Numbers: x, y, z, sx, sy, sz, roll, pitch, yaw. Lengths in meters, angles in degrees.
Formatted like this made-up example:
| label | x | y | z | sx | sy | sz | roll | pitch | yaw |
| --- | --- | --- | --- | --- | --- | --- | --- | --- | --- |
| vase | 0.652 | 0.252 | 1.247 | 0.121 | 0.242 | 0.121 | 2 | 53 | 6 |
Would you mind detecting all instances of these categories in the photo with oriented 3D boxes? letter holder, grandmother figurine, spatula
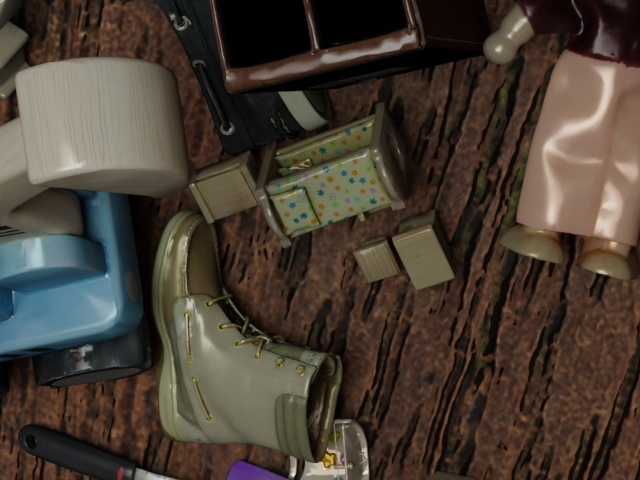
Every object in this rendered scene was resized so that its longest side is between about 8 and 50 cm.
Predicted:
| label | x | y | z | sx | sy | sz | roll | pitch | yaw |
| --- | --- | --- | --- | --- | --- | --- | --- | --- | --- |
| letter holder | 0.019 | -0.235 | 1.378 | 0.152 | 0.302 | 0.214 | -12 | 92 | 16 |
| grandmother figurine | 0.237 | -0.149 | 1.441 | 0.208 | 0.104 | 0.342 | 13 | 97 | -14 |
| spatula | -0.146 | 0.220 | 1.609 | 0.296 | 0.030 | 0.084 | 16 | 103 | 13 |

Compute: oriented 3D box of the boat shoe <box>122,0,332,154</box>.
| label | x | y | z | sx | sy | sz | roll | pitch | yaw |
| --- | --- | --- | --- | --- | --- | --- | --- | --- | --- |
| boat shoe | -0.122 | -0.223 | 1.507 | 0.113 | 0.127 | 0.340 | -30 | 103 | 17 |

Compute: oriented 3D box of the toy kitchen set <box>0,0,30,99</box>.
| label | x | y | z | sx | sy | sz | roll | pitch | yaw |
| --- | --- | --- | --- | --- | --- | --- | --- | --- | --- |
| toy kitchen set | -0.275 | -0.263 | 1.579 | 0.122 | 0.166 | 0.207 | 32 | 66 | 9 |

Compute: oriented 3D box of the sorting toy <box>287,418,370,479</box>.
| label | x | y | z | sx | sy | sz | roll | pitch | yaw |
| --- | --- | --- | --- | --- | --- | --- | --- | --- | --- |
| sorting toy | 0.002 | 0.197 | 1.564 | 0.075 | 0.045 | 0.083 | -2 | 95 | 22 |

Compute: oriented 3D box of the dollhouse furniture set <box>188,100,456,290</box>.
| label | x | y | z | sx | sy | sz | roll | pitch | yaw |
| --- | --- | --- | --- | --- | --- | --- | --- | --- | --- |
| dollhouse furniture set | 0.000 | 0.000 | 1.484 | 0.182 | 0.101 | 0.161 | -19 | 116 | 16 |

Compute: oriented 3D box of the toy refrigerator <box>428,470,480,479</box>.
| label | x | y | z | sx | sy | sz | roll | pitch | yaw |
| --- | --- | --- | --- | --- | --- | --- | --- | --- | --- |
| toy refrigerator | 0.103 | 0.345 | 1.520 | 0.094 | 0.102 | 0.269 | 12 | 99 | 13 |

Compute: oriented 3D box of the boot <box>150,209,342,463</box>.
| label | x | y | z | sx | sy | sz | roll | pitch | yaw |
| --- | --- | --- | --- | --- | --- | --- | --- | --- | --- |
| boot | -0.063 | 0.083 | 1.529 | 0.165 | 0.077 | 0.213 | 7 | 104 | 31 |

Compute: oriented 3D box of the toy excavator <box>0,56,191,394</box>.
| label | x | y | z | sx | sy | sz | roll | pitch | yaw |
| --- | --- | --- | --- | --- | --- | --- | --- | --- | --- |
| toy excavator | -0.256 | -0.008 | 1.383 | 0.433 | 0.445 | 0.222 | -12 | 80 | 15 |
